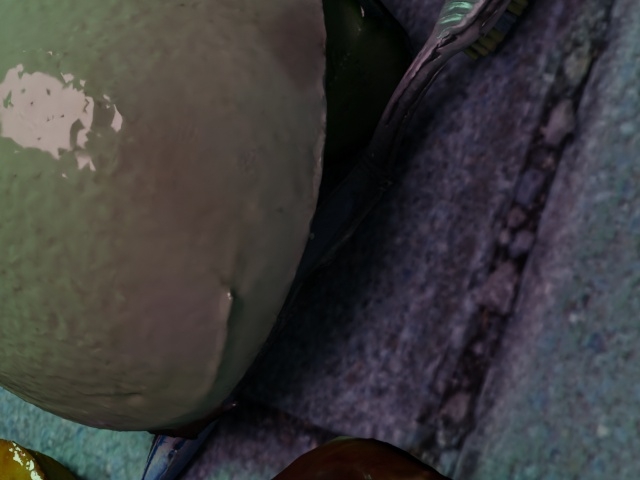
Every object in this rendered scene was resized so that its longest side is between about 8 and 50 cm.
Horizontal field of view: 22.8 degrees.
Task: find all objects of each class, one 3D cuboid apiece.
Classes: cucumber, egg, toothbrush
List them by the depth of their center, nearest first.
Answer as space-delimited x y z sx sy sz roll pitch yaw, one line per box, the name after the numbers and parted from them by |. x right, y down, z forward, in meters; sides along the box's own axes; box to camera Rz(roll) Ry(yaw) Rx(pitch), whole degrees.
-0.148 -0.056 0.915 0.337 0.201 0.337 -14 73 55 | egg
0.000 0.000 0.923 0.413 0.042 0.035 -54 43 16 | toothbrush
0.000 -0.114 0.941 0.115 0.062 0.116 55 130 39 | cucumber

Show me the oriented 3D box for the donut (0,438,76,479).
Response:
-0.207 0.203 1.021 0.152 0.058 0.152 -14 67 36 | donut

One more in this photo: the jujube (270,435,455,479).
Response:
-0.009 0.254 0.742 0.223 0.223 0.318 24 84 43 | jujube
